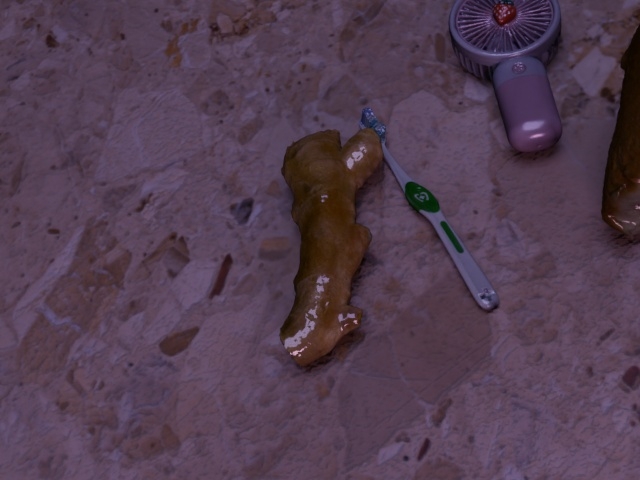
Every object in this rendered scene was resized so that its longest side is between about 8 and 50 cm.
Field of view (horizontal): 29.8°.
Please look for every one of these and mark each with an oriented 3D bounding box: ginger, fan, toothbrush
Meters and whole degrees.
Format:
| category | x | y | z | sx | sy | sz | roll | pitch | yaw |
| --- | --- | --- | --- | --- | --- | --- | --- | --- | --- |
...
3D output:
| category | x | y | z | sx | sy | sz | roll | pitch | yaw |
| --- | --- | --- | --- | --- | --- | --- | --- | --- | --- |
| ginger | 0.001 | 0.002 | 1.303 | 0.118 | 0.065 | 0.299 | -6 | 57 | 21 |
| fan | 0.225 | -0.203 | 1.384 | 0.130 | 0.074 | 0.244 | -12 | 55 | 4 |
| toothbrush | 0.115 | -0.038 | 1.329 | 0.030 | 0.030 | 0.304 | -27 | 57 | -5 |

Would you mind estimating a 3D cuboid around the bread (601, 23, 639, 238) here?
| category | x | y | z | sx | sy | sz | roll | pitch | yaw |
| --- | --- | --- | --- | --- | --- | --- | --- | --- | --- |
| bread | 0.412 | -0.137 | 1.182 | 0.225 | 0.279 | 0.250 | 13 | 60 | 5 |
